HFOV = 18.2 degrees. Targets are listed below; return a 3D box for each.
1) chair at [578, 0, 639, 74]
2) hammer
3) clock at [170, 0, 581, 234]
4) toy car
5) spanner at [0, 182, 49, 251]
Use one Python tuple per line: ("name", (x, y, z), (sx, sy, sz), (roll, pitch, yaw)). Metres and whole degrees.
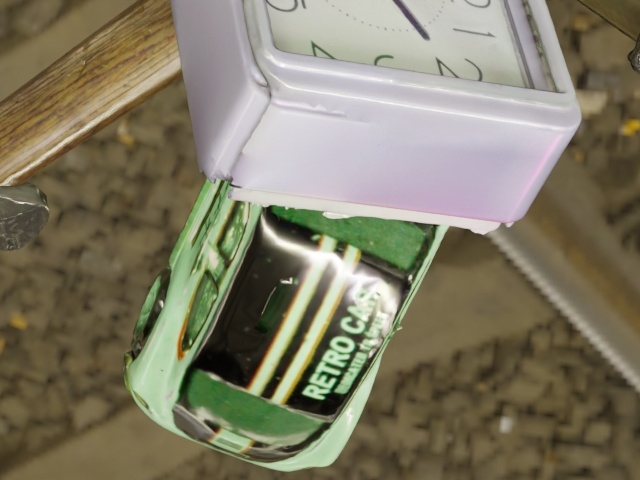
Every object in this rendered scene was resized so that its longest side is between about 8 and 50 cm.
("chair", (0.155, -0.106, 0.427), (0.166, 0.272, 0.188), (5, 114, -30))
("hammer", (-0.216, -0.039, 1.253), (0.409, 0.242, 0.095), (-35, 134, -15))
("clock", (0.017, -0.101, 0.831), (0.144, 0.193, 0.073), (6, 139, -23))
("toy car", (0.000, 0.000, 1.089), (0.136, 0.125, 0.306), (23, 110, -11))
("spanner", (-0.143, -0.028, 0.634), (0.046, 0.012, 0.208), (-27, 157, 10))
